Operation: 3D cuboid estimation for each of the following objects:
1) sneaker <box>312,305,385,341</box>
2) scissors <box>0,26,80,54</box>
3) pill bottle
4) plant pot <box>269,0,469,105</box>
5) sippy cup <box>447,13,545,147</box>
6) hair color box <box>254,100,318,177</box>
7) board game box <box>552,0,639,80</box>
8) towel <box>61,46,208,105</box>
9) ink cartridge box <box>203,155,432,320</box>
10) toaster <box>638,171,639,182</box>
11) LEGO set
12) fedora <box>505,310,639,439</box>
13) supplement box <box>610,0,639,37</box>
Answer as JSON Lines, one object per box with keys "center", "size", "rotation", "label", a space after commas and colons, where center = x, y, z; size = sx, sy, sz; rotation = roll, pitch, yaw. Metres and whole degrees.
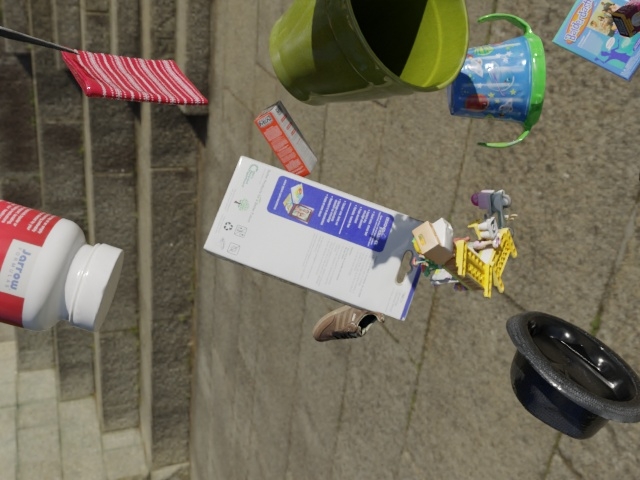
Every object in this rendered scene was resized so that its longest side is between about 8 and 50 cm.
{"center": [0.061, 0.188, 1.494], "size": [0.188, 0.066, 0.071], "rotation": [-35, 47, 23], "label": "sneaker"}
{"center": [-0.469, -0.281, 0.870], "size": [0.109, 0.297, 0.021], "rotation": [-28, 63, 30], "label": "scissors"}
{"center": [-0.609, 0.042, 1.309], "size": [0.229, 0.407, 0.229], "rotation": [-163, 90, -82], "label": "pill bottle"}
{"center": [0.077, -0.460, 1.499], "size": [0.352, 0.366, 0.367], "rotation": [-11, 83, 51], "label": "plant pot"}
{"center": [0.449, -0.414, 1.763], "size": [0.240, 0.223, 0.306], "rotation": [82, -172, -60], "label": "sippy cup"}
{"center": [-0.064, -0.192, 1.299], "size": [0.141, 0.043, 0.072], "rotation": [57, -155, -18], "label": "hair color box"}
{"center": [0.697, -0.504, 1.626], "size": [0.210, 0.047, 0.160], "rotation": [37, 113, 20], "label": "board game box"}
{"center": [-0.404, -0.354, 1.463], "size": [0.199, 0.274, 0.031], "rotation": [50, 129, 38], "label": "towel"}
{"center": [0.000, 0.000, 1.067], "size": [0.065, 0.332, 0.166], "rotation": [88, -156, -79], "label": "ink cartridge box"}
{"center": [0.800, -0.097, 1.422], "size": [0.227, 0.129, 0.147], "rotation": [16, 136, 58], "label": "toaster"}
{"center": [0.179, 0.018, 0.920], "size": [0.107, 0.287, 0.132], "rotation": [-8, 98, 36], "label": "LEGO set"}
{"center": [0.521, 0.303, 1.442], "size": [0.334, 0.333, 0.153], "rotation": [58, 133, 50], "label": "fedora"}
{"center": [0.654, -0.467, 1.388], "size": [0.055, 0.083, 0.043], "rotation": [50, -172, -25], "label": "supplement box"}
